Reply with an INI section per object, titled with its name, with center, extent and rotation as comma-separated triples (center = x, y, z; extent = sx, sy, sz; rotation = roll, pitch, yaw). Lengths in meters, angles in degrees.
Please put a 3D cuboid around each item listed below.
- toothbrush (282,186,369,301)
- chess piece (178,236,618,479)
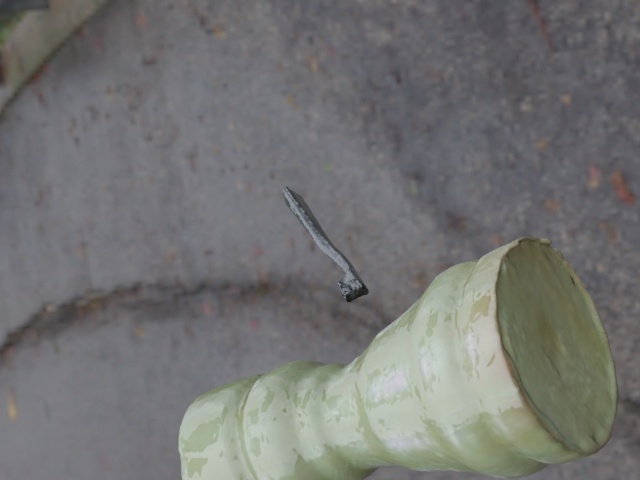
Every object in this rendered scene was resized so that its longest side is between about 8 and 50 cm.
[toothbrush]
center = 0.000, 0.000, 1.966
extent = 0.030, 0.030, 0.297
rotation = 57, 179, -31
[chess piece]
center = 0.068, 0.173, 1.608
extent = 0.442, 0.234, 0.234
rotation = -25, 72, 33
